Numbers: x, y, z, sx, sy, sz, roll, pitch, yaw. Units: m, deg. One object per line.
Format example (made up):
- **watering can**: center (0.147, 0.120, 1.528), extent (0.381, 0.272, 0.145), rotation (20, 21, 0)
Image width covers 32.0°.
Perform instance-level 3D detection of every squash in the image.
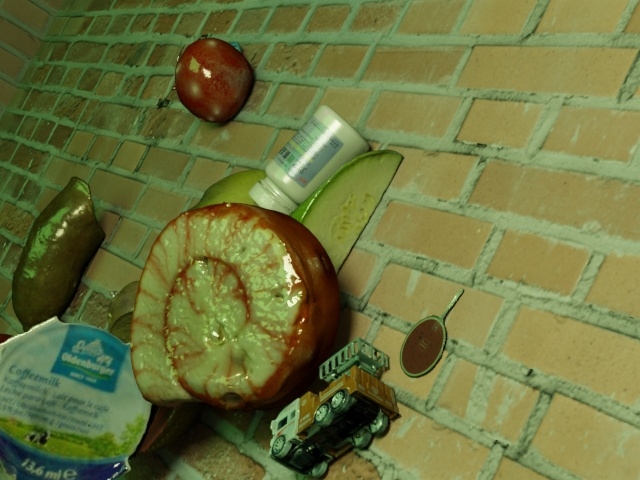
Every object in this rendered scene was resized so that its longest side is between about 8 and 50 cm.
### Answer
- **squash**: center (0.000, 0.000, 1.643), extent (0.289, 0.111, 0.203), rotation (-39, 38, 28)

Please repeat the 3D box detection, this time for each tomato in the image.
- **tomato**: center (-0.207, -0.315, 2.183), extent (0.167, 0.167, 0.167), rotation (-36, 38, 35)

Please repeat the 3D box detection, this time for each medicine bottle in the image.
- **medicine bottle**: center (-0.019, -0.114, 1.746), extent (0.186, 0.103, 0.103), rotation (-47, 32, 4)

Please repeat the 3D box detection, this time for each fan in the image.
- **fan**: center (0.145, 0.116, 1.428), extent (0.133, 0.005, 0.085), rotation (-56, 30, 8)

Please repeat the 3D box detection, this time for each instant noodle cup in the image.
- **instant noodle cup**: center (-0.246, 0.242, 1.813), extent (0.274, 0.091, 0.274), rotation (-37, 37, 35)

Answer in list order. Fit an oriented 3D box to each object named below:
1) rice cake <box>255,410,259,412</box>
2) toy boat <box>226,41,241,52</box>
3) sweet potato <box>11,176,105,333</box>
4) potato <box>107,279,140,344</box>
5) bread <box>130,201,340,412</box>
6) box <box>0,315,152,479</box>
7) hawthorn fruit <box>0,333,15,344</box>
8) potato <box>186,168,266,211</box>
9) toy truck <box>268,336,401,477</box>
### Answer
- **rice cake**: center (-0.117, 0.159, 1.732), extent (0.081, 0.051, 0.290), rotation (-52, 31, 11)
- **toy boat**: center (-0.205, -0.346, 2.327), extent (0.105, 0.034, 0.149), rotation (41, 112, 56)
- **sweet potato**: center (-0.580, 0.044, 2.421), extent (0.158, 0.158, 0.369), rotation (17, 78, 59)
- **potato**: center (-0.296, 0.098, 1.829), extent (0.172, 0.089, 0.100), rotation (-33, 38, 42)
- **bread**: center (-0.125, 0.094, 1.583), extent (0.328, 0.114, 0.295), rotation (-4, 79, 39)
- **box**: center (-0.406, 0.264, 1.756), extent (0.206, 0.262, 0.291), rotation (-171, 97, -71)
- **hawthorn fruit**: center (-0.675, 0.309, 2.257), extent (0.262, 0.258, 0.258), rotation (17, 78, 39)
- **potato**: center (-0.160, -0.012, 1.857), extent (0.248, 0.143, 0.169), rotation (-46, 17, 5)
- **toy truck**: center (0.012, 0.222, 1.462), extent (0.178, 0.080, 0.115), rotation (-40, 31, 28)
